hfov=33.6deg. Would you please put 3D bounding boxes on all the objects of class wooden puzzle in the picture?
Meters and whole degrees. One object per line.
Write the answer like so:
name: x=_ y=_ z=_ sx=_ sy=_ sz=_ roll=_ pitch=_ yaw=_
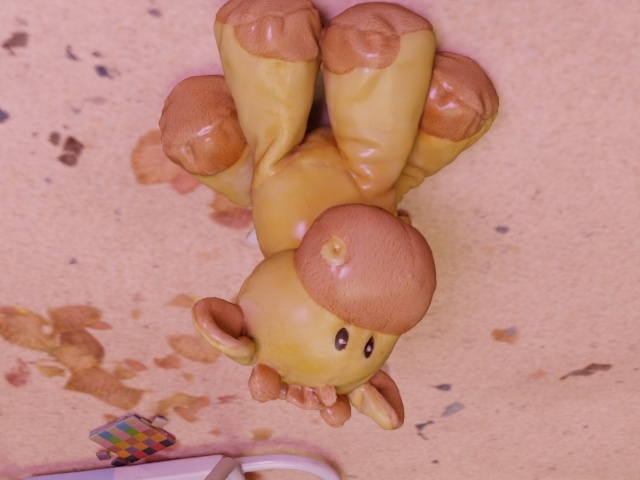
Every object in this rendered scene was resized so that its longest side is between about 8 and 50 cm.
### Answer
wooden puzzle: x=-0.151 y=0.158 z=0.849 sx=0.083 sy=0.006 sz=0.049 roll=-27 pitch=132 yaw=26

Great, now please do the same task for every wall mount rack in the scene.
wall mount rack: x=-0.161 y=0.236 z=0.833 sx=0.350 sy=0.130 sz=0.304 roll=-9 pitch=142 yaw=7

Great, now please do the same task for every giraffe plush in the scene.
giraffe plush: x=0.000 y=0.000 z=0.556 sx=0.182 sy=0.170 sz=0.210 roll=8 pitch=137 yaw=-10
